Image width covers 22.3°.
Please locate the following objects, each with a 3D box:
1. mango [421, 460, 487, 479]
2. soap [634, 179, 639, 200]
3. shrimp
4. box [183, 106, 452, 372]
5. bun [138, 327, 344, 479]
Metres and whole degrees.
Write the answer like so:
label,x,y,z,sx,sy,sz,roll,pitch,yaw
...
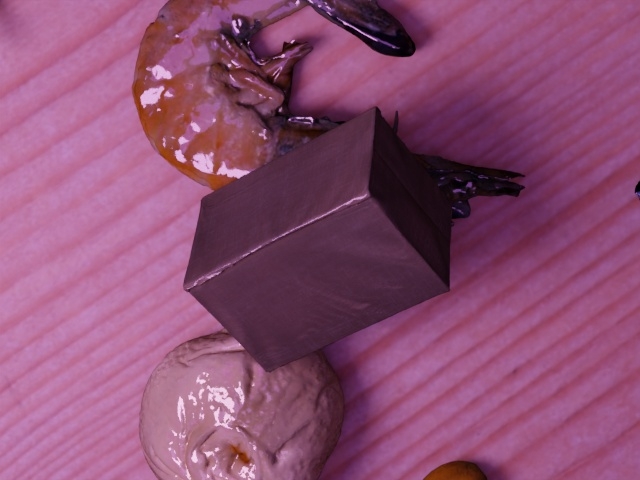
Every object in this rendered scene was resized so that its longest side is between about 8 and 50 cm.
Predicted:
label,x,y,z,sx,sy,sz,roll,pitch,yaw
mango,0.139,0.331,1.800,0.115,0.089,0.165,-10,94,3
soap,0.488,-0.088,1.726,0.293,0.077,0.156,-37,93,7
shrimp,0.017,-0.151,1.751,0.445,0.085,0.272,20,93,5
box,0.000,0.000,1.664,0.231,0.155,0.149,-27,123,24
bun,-0.079,0.207,1.766,0.244,0.153,0.244,0,98,-3
